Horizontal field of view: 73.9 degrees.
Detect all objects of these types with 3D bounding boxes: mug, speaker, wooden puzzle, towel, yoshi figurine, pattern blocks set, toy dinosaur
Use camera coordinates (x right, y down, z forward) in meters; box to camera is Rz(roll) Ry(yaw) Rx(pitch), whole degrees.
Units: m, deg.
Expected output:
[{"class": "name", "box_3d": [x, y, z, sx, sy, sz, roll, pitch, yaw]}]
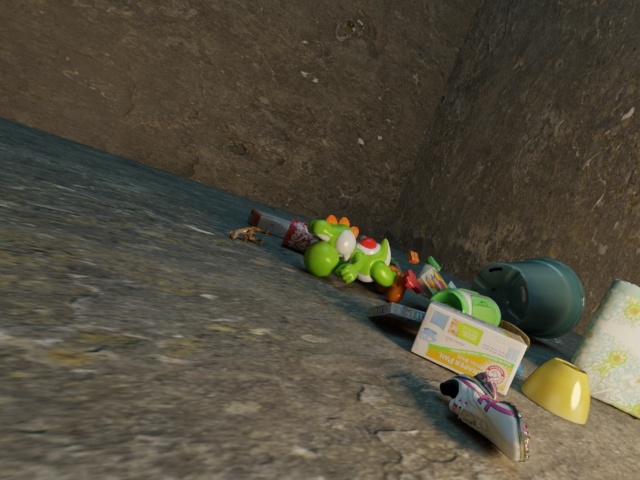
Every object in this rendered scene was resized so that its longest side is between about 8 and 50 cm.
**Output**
[{"class": "mug", "box_3d": [-0.043, -0.014, 1.634, 0.169, 0.150, 0.113, 25, -31, -1]}, {"class": "speaker", "box_3d": [0.436, 0.216, 1.273, 0.131, 0.131, 0.296, 27, 7, 42]}, {"class": "wooden puzzle", "box_3d": [0.295, 0.070, 2.060, 0.238, 0.044, 0.221, 38, 15, -8]}, {"class": "towel", "box_3d": [0.877, 0.313, 1.082, 0.374, 0.321, 0.090, 24, 9, 20]}, {"class": "yoshi figurine", "box_3d": [0.089, 0.082, 1.335, 0.362, 0.203, 0.203, 34, 43, -17]}, {"class": "pattern blocks set", "box_3d": [0.383, 0.155, 1.410, 0.285, 0.026, 0.325, 50, 28, -5]}, {"class": "toy dinosaur", "box_3d": [-0.233, -0.030, 1.452, 0.112, 0.064, 0.211, 22, 6, 13]}]

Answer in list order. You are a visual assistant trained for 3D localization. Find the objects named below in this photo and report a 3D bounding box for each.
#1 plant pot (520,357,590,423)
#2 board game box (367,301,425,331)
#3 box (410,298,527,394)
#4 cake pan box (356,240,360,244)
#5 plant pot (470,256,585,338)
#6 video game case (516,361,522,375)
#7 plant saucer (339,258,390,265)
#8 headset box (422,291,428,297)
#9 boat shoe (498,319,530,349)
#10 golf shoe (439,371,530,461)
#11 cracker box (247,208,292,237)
[{"class": "plant pot", "box_3d": [0.516, 0.310, 0.913, 0.134, 0.095, 0.134, 21, 6, -2]}, {"class": "board game box", "box_3d": [0.207, 0.187, 1.030, 0.154, 0.026, 0.103, 19, -22, -19]}, {"class": "box", "box_3d": [0.311, 0.220, 0.904, 0.203, 0.114, 0.103, 22, 5, 19]}, {"class": "cake pan box", "box_3d": [0.176, 0.040, 2.228, 0.266, 0.070, 0.245, 25, 9, 21]}, {"class": "plant pot", "box_3d": [0.804, 0.226, 1.701, 0.333, 0.342, 0.341, 6, 14, -36]}, {"class": "video game case", "box_3d": [0.455, 0.303, 1.141, 0.166, 0.015, 0.119, 25, 7, 25]}, {"class": "plant saucer", "box_3d": [0.154, 0.079, 1.557, 0.240, 0.037, 0.241, 16, -16, 5]}, {"class": "headset box", "box_3d": [0.466, 0.227, 1.757, 0.083, 0.032, 0.062, 27, 8, 30]}, {"class": "boat shoe", "box_3d": [0.578, 0.289, 1.386, 0.073, 0.080, 0.223, 8, 9, -44]}, {"class": "golf shoe", "box_3d": [0.237, 0.259, 0.624, 0.085, 0.068, 0.186, -6, 8, -1]}, {"class": "cracker box", "box_3d": [-0.187, -0.061, 1.862, 0.232, 0.067, 0.155, 17, 8, -26]}]
